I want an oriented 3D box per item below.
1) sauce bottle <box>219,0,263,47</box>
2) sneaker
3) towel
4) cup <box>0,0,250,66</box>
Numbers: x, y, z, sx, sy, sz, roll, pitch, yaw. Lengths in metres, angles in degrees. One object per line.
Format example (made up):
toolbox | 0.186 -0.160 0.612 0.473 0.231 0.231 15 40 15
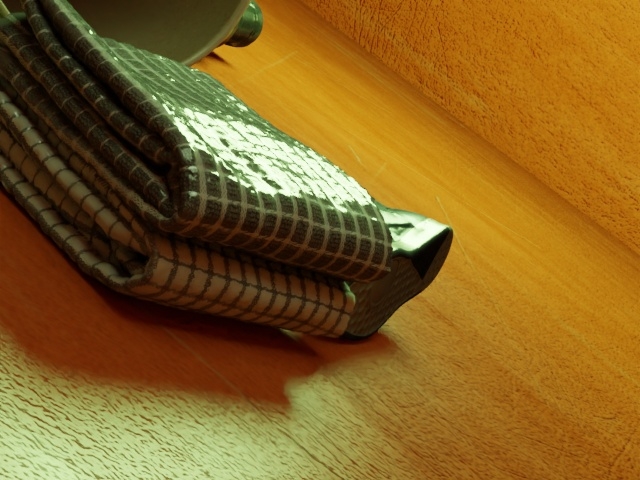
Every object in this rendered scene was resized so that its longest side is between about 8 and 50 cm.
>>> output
sauce bottle | -0.167 -0.294 1.847 0.111 0.111 0.344 37 15 16
sneaker | 0.000 0.002 1.231 0.163 0.086 0.226 28 19 16
towel | -0.107 -0.060 1.071 0.235 0.121 0.283 13 25 -52
cup | -0.247 -0.318 1.396 0.331 0.331 0.237 21 -8 -42
